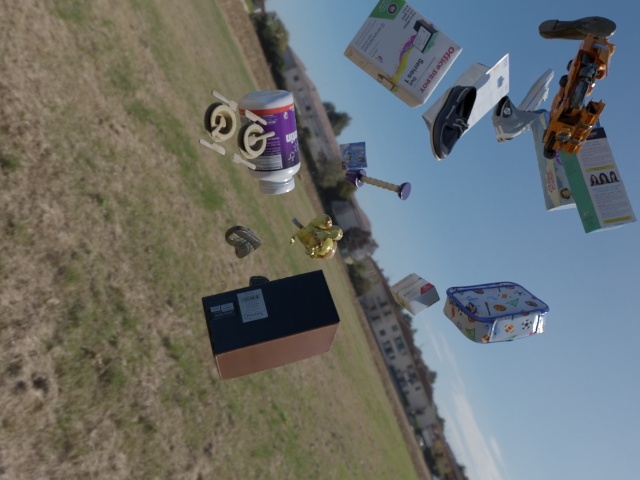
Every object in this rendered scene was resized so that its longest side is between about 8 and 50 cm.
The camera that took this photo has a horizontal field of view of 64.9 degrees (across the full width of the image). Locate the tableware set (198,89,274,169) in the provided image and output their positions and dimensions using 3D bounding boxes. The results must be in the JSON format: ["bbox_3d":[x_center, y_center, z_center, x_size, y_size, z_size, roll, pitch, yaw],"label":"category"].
[{"bbox_3d":[-0.186,-0.249,1.156,0.194,0.039,0.128,20,81,-55],"label":"tableware set"}]

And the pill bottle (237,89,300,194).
[{"bbox_3d":[-0.165,-0.327,1.684,0.181,0.181,0.323,-106,-171,-64],"label":"pill bottle"}]

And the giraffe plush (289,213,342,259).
[{"bbox_3d":[0.000,0.000,1.865,0.210,0.181,0.170,26,9,-29],"label":"giraffe plush"}]

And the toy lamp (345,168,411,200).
[{"bbox_3d":[0.216,-0.224,1.964,0.274,0.080,0.080,23,-27,35],"label":"toy lamp"}]

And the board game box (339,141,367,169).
[{"bbox_3d":[0.114,-0.293,1.740,0.020,0.090,0.090,-93,177,-78],"label":"board game box"}]

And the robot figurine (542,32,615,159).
[{"bbox_3d":[0.550,-0.303,1.074,0.211,0.085,0.291,92,22,-54],"label":"robot figurine"}]

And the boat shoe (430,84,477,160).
[{"bbox_3d":[0.305,-0.274,1.147,0.075,0.065,0.206,42,61,-38],"label":"boat shoe"}]

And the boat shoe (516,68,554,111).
[{"bbox_3d":[0.933,-0.624,2.159,0.076,0.226,0.083,36,9,-3],"label":"boat shoe"}]

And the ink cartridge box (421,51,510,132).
[{"bbox_3d":[0.519,-0.488,1.776,0.071,0.330,0.324,48,10,19],"label":"ink cartridge box"}]

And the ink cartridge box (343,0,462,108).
[{"bbox_3d":[0.240,-0.555,1.479,0.278,0.201,0.117,35,3,-10],"label":"ink cartridge box"}]

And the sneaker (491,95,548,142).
[{"bbox_3d":[0.641,-0.417,1.629,0.132,0.228,0.086,63,-25,-7],"label":"sneaker"}]

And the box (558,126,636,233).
[{"bbox_3d":[0.657,-0.146,1.209,0.060,0.100,0.244,121,-42,-73],"label":"box"}]

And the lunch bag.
[{"bbox_3d":[0.561,0.223,1.650,0.243,0.303,0.115,-121,-148,-62],"label":"lunch bag"}]

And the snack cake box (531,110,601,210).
[{"bbox_3d":[0.693,-0.225,1.390,0.089,0.152,0.264,99,-16,-83],"label":"snack cake box"}]

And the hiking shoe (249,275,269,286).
[{"bbox_3d":[-0.234,0.223,1.931,0.227,0.086,0.114,-118,-142,-58],"label":"hiking shoe"}]

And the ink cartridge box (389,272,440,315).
[{"bbox_3d":[0.322,0.183,1.732,0.063,0.109,0.150,61,-8,-20],"label":"ink cartridge box"}]

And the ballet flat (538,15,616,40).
[{"bbox_3d":[0.867,-0.708,1.706,0.250,0.084,0.058,19,-15,40],"label":"ballet flat"}]

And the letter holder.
[{"bbox_3d":[-0.124,0.219,1.262,0.214,0.301,0.152,98,-24,-56],"label":"letter holder"}]

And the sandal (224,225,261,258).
[{"bbox_3d":[-0.238,-0.005,1.503,0.060,0.090,0.219,60,1,20],"label":"sandal"}]
